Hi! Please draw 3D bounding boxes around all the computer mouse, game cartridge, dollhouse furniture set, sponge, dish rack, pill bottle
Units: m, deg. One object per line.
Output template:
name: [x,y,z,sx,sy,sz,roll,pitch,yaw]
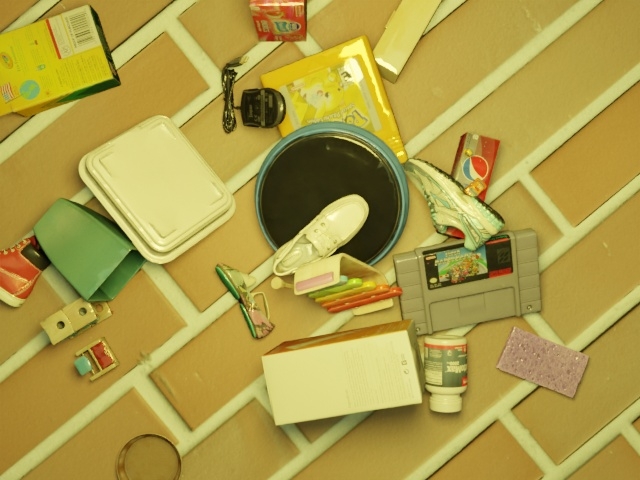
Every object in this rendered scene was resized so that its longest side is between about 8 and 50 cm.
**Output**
computer mouse: [-0.156,-0.362,1.676,0.060,0.262,0.184,-8,98,-39]
game cartridge: [0.035,-0.304,1.698,0.285,0.053,0.324,-19,99,12]
dollhouse furniture set: [-0.572,0.243,1.704,0.128,0.129,0.184,-31,88,0]
sponge: [0.568,0.311,1.755,0.210,0.031,0.117,22,89,1]
game cartridge: [0.368,0.104,1.704,0.354,0.068,0.230,-11,117,0]
dish rack: [-0.391,-0.141,1.678,0.285,0.072,0.333,-39,88,-28]
pill bottle: [0.314,0.332,1.716,0.107,0.108,0.180,0,90,0]

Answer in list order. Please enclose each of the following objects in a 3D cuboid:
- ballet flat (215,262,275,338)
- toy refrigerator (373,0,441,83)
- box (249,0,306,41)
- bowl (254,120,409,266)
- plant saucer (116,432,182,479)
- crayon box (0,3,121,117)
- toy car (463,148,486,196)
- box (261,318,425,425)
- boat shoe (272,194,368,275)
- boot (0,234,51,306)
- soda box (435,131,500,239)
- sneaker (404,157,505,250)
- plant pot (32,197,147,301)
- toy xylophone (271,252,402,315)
ballet flat: [-0.185,0.142,1.741,0.079,0.077,0.222,-30,95,-19]
toy refrigerator: [0.218,-0.545,1.727,0.094,0.102,0.270,30,90,0]
box: [-0.097,-0.576,1.648,0.128,0.257,0.123,0,88,0]
bowl: [0.024,-0.095,1.687,0.390,0.077,0.392,1,103,6]
plant saucer: [-0.436,0.575,1.752,0.168,0.029,0.169,0,89,-1]
crayon box: [-0.694,-0.446,1.735,0.318,0.081,0.202,-18,89,-1]
toy car: [0.363,-0.160,1.669,0.060,0.040,0.122,-25,91,-1]
box: [0.063,0.309,1.633,0.345,0.215,0.169,-12,89,11]
boat shoe: [0.000,0.000,1.622,0.277,0.096,0.098,-40,96,14]
boot: [-0.815,0.030,1.731,0.244,0.088,0.176,34,89,-8]
soda box: [0.372,-0.134,1.732,0.092,0.083,0.264,15,90,-2]
sneaker: [0.294,-0.088,1.632,0.283,0.110,0.122,43,105,20]
plant pot: [-0.576,0.012,1.697,0.234,0.166,0.165,41,90,7]
toy xylophone: [0.035,0.114,1.637,0.236,0.322,0.081,-22,65,33]
